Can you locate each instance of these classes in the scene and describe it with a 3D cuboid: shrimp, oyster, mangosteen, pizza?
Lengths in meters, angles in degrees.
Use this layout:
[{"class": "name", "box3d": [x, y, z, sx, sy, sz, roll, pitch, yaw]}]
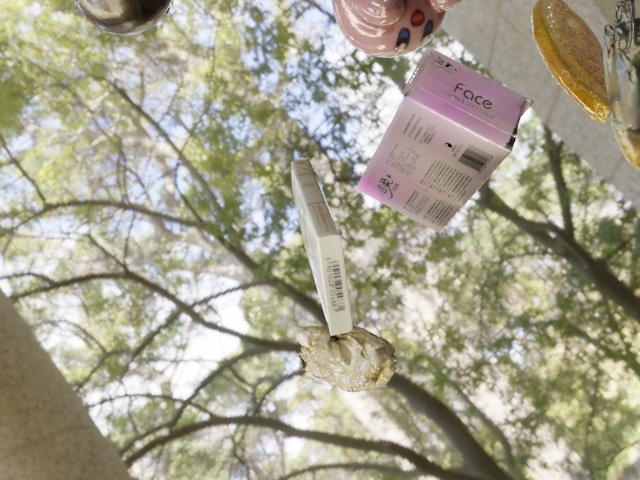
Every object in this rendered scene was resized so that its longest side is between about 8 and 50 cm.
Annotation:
[{"class": "shrimp", "box3d": [0.395, -0.175, 0.887, 0.150, 0.217, 0.051, -18, 23, 15]}, {"class": "oyster", "box3d": [0.026, 0.167, 1.077, 0.191, 0.081, 0.163, 34, -39, -31]}, {"class": "mangosteen", "box3d": [-0.209, -0.276, 0.799, 0.140, 0.140, 0.140, -36, -21, -16]}, {"class": "pizza", "box3d": [0.396, -0.284, 1.231, 0.134, 0.271, 0.056, 1, -37, -38]}]

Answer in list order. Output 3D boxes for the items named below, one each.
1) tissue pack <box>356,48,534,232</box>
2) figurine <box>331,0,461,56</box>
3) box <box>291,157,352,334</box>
[{"class": "tissue pack", "box3d": [0.153, -0.125, 1.056, 0.092, 0.148, 0.246, -62, 0, -26]}, {"class": "figurine", "box3d": [0.123, -0.467, 1.505, 0.269, 0.261, 0.211, -21, -27, -19]}, {"class": "box", "box3d": [-0.001, 0.000, 0.917, 0.032, 0.220, 0.122, -11, -62, -4]}]
